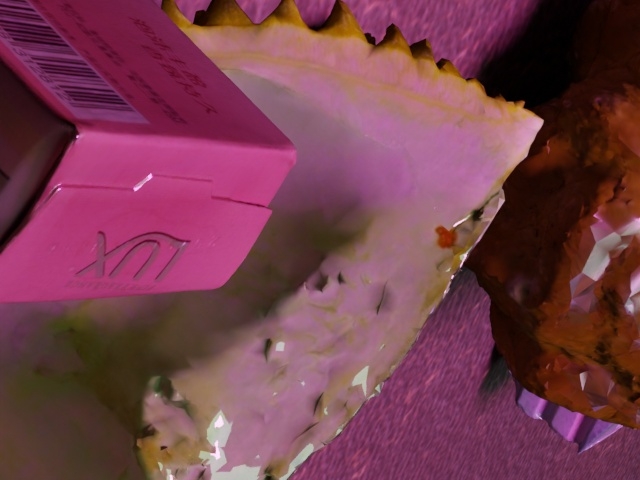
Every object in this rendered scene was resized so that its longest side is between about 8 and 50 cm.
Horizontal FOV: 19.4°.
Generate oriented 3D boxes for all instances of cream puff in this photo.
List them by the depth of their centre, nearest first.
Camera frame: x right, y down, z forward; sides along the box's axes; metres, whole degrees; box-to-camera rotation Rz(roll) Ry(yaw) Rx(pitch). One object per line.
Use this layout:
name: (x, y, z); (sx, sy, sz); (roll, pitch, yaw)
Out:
cream puff: (0.191, -0.020, 1.002); (0.244, 0.196, 0.244); (-3, 127, -4)

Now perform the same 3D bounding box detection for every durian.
durian: (-0.092, 0.063, 0.619); (0.355, 0.169, 0.157); (-58, 158, 3)

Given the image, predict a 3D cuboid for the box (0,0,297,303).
box: (-0.091, -0.052, 0.493); (0.060, 0.156, 0.111); (-51, 158, 20)

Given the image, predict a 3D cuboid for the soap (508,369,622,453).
soap: (0.177, 0.055, 1.193); (0.056, 0.100, 0.149); (-26, 143, -48)
